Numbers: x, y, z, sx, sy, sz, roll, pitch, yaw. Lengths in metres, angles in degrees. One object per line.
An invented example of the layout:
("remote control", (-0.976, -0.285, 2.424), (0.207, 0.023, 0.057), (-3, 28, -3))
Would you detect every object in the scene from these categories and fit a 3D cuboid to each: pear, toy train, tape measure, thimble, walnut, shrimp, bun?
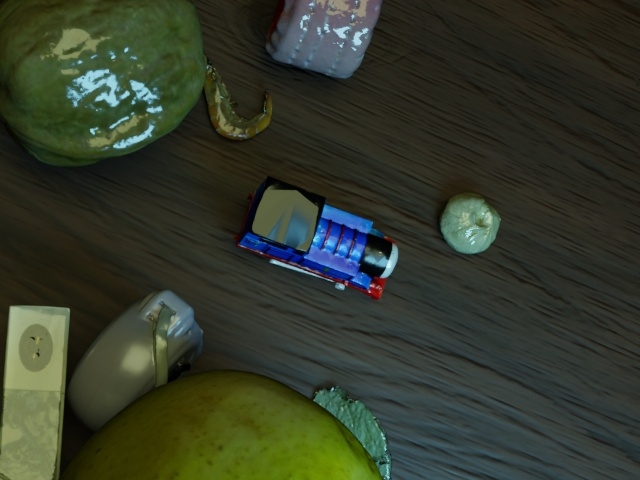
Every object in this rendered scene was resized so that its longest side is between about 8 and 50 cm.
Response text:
("pear", (-0.097, 0.313, 1.227), (0.362, 0.418, 0.362), (2, 98, 14))
("toy train", (0.000, 0.000, 1.493), (0.204, 0.131, 0.083), (20, 74, -9))
("tape measure", (-0.207, 0.151, 1.382), (0.105, 0.196, 0.178), (39, 80, 6))
("thimble", (0.009, -0.311, 1.546), (0.125, 0.163, 0.190), (17, 88, -10))
("walnut", (-0.265, -0.213, 1.423), (0.283, 0.227, 0.283), (4, 66, -9))
("shrimp", (-0.114, -0.194, 1.561), (0.091, 0.025, 0.127), (-27, 90, -18))
("bun", (0.201, -0.025, 1.588), (0.086, 0.055, 0.086), (3, 78, -14))

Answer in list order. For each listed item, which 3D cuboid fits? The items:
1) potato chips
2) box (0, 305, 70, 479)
("potato chips", (-0.001, 0.305, 1.468), (0.167, 0.059, 0.228), (40, 78, 4))
("box", (-0.329, 0.211, 1.348), (0.069, 0.164, 0.256), (4, 78, -14))
